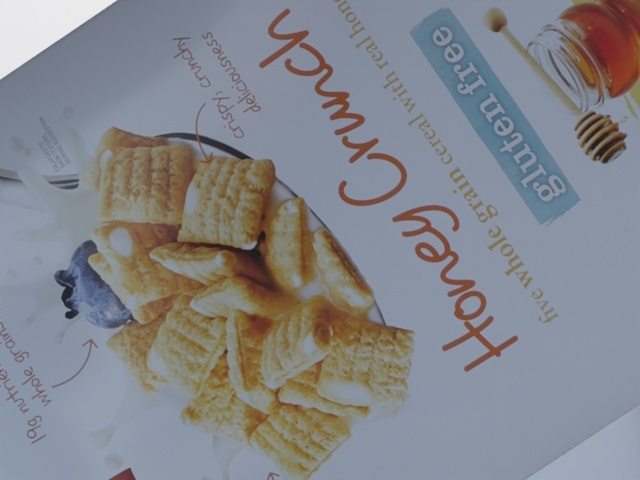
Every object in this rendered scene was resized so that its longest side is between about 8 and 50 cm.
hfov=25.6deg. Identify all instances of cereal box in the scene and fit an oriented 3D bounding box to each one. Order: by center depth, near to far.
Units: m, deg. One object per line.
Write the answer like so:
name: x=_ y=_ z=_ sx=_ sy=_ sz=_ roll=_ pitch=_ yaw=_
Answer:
cereal box: x=0.000 y=0.000 z=0.396 sx=0.173 sy=0.240 sz=0.047 roll=56 pitch=-179 yaw=4

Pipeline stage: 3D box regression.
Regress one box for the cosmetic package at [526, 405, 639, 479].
cosmetic package: x=0.115 y=0.118 z=0.527 sx=0.156 sy=0.385 sz=0.217 roll=17 pitch=-94 yaw=-38
